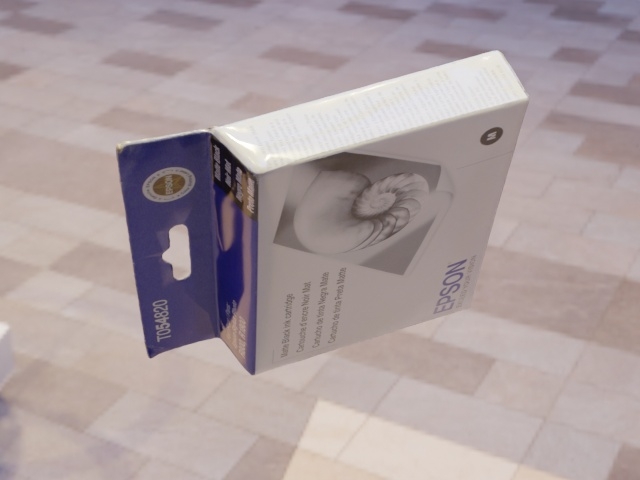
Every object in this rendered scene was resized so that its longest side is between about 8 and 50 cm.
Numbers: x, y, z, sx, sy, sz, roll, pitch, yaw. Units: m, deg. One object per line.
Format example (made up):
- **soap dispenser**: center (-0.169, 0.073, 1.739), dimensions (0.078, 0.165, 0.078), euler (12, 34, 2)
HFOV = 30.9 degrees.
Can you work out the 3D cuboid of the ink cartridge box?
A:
- **ink cartridge box**: center (0.000, 0.000, 0.694), dimensions (0.224, 0.223, 0.045), euler (-16, 57, -13)
